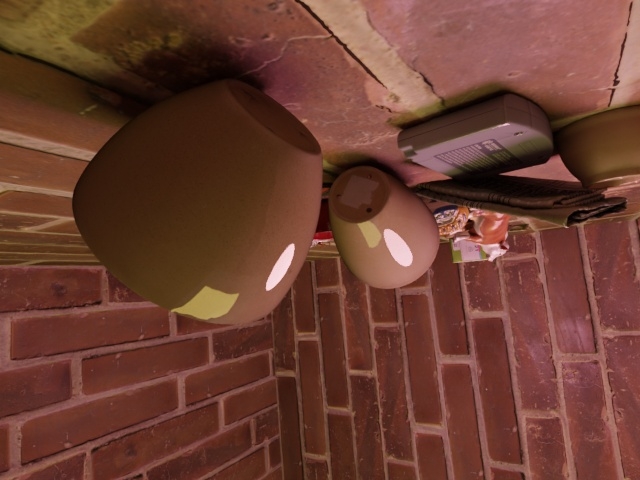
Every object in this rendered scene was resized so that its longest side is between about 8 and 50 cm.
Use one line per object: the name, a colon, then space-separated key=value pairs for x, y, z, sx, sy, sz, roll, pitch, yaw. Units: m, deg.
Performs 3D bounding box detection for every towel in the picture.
towel: x=0.411 y=-0.100 z=0.837 sx=0.312 sy=0.056 sz=0.324 roll=-9 pitch=-159 yaw=-38

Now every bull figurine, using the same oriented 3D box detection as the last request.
bull figurine: x=0.504 y=-0.049 z=1.257 sx=0.188 sy=0.101 sz=0.311 roll=-6 pitch=140 yaw=6

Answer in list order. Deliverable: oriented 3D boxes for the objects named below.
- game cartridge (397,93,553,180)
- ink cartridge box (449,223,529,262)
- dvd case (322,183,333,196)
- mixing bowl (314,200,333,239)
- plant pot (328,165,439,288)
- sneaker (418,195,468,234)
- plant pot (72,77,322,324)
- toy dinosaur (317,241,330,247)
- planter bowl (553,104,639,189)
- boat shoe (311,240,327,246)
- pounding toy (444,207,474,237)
game cartridge: x=0.287 y=-0.165 z=0.706 sx=0.195 sy=0.060 sz=0.294 roll=-6 pitch=174 yaw=38
ink cartridge box: x=0.621 y=0.008 z=1.486 sx=0.255 sy=0.097 sz=0.188 roll=-7 pitch=-176 yaw=31
dvd case: x=-0.027 y=-0.123 z=0.994 sx=0.119 sy=0.013 sz=0.087 roll=-3 pitch=173 yaw=-23
mixing bowl: x=0.025 y=-0.061 z=1.194 sx=0.181 sy=0.098 sz=0.181 roll=-4 pitch=172 yaw=-1
plant pot: x=0.122 y=-0.048 z=0.923 sx=0.256 sy=0.257 sz=0.274 roll=-7 pitch=158 yaw=21
sneaker: x=0.248 y=-0.068 z=1.133 sx=0.296 sy=0.131 sz=0.112 roll=-8 pitch=129 yaw=8
plant pot: x=-0.107 y=-0.072 z=0.487 sx=0.191 sy=0.284 sz=0.284 roll=-49 pitch=151 yaw=24
toy dinosaur: x=0.000 y=0.000 z=1.926 sx=0.211 sy=0.064 sz=0.112 roll=11 pitch=-177 yaw=-35
planter bowl: x=0.515 y=-0.153 z=0.724 sx=0.161 sy=0.109 sz=0.162 roll=-5 pitch=173 yaw=-1
boat shoe: x=-0.049 y=-0.014 z=1.453 sx=0.096 sy=0.088 sz=0.267 roll=-29 pitch=153 yaw=34
pounding toy: x=0.508 y=-0.068 z=1.444 sx=0.205 sy=0.094 sz=0.181 roll=-11 pitch=-177 yaw=-34
